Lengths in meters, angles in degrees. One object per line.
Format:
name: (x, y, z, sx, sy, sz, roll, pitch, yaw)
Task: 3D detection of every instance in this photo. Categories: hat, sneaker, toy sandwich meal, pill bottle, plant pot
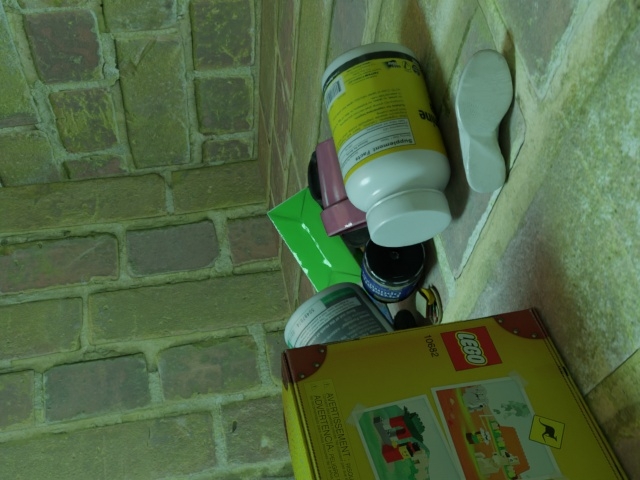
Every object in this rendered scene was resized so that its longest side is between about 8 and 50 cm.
hat: (0.046, -0.145, 1.831, 0.331, 0.134, 0.331, -173, 90, -71)
sneaker: (0.229, -0.180, 1.179, 0.094, 0.080, 0.212, -92, -2, -60)
toy sandwich meal: (0.215, 0.131, 1.609, 0.085, 0.029, 0.085, 172, 90, -80)
pill bottle: (0.100, 0.275, 1.648, 0.361, 0.204, 0.204, 51, 154, 31)
pill bottle: (0.122, -0.167, 1.438, 0.188, 0.188, 0.333, 104, 156, -65)
pill bottle: (0.144, 0.059, 1.654, 0.219, 0.123, 0.122, 87, 172, -72)
plant pot: (0.079, -0.122, 1.610, 0.201, 0.202, 0.180, 141, 110, -78)
sneaker: (0.201, 0.227, 1.726, 0.076, 0.065, 0.166, -18, 83, 63)

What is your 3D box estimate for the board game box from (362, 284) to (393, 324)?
board game box: (0.147, 0.225, 2.044, 0.211, 0.039, 0.160, -110, 16, -47)

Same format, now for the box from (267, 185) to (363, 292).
box: (0.000, 0.000, 2.011, 0.261, 0.127, 0.231, 57, -170, -2)

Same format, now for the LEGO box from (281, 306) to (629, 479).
LEGO box: (0.178, 0.350, 1.012, 0.500, 0.373, 0.193, -107, 13, -44)
